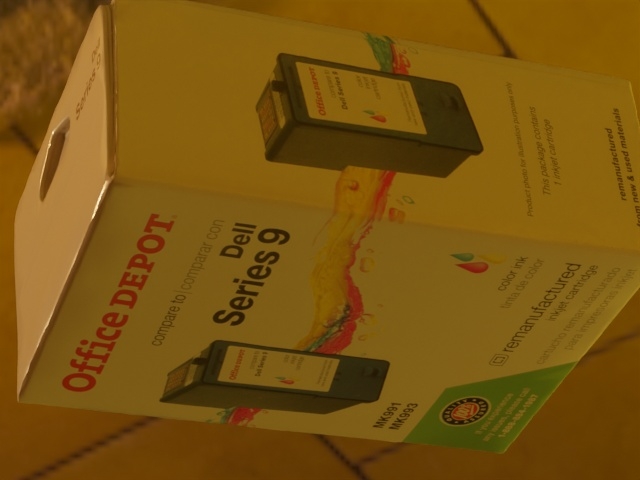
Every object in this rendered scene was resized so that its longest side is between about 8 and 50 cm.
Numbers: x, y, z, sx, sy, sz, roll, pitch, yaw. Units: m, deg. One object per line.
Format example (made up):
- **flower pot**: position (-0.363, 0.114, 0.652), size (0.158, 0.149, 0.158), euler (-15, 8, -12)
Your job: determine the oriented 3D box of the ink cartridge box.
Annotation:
- **ink cartridge box**: position (0.000, 0.000, 0.723), size (0.212, 0.093, 0.154), euler (10, 142, -18)
